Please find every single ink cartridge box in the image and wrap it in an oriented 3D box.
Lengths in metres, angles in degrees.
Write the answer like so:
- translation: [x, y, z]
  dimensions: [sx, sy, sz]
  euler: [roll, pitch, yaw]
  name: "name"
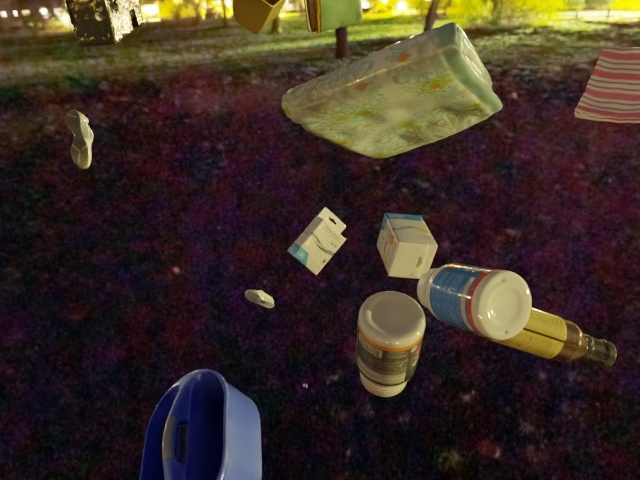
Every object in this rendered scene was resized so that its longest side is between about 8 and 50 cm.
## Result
- translation: [0.351, 0.020, 2.080]
  dimensions: [0.168, 0.171, 0.233]
  euler: [4, 32, -11]
  name: "ink cartridge box"
- translation: [0.000, 0.000, 1.531]
  dimensions: [0.180, 0.104, 0.060]
  euler: [-50, 24, -3]
  name: "ink cartridge box"

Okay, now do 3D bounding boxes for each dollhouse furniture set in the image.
- translation: [0.041, -0.799, 1.583]
  dimensions: [0.197, 0.302, 0.151]
  euler: [-12, 38, -2]
  name: "dollhouse furniture set"

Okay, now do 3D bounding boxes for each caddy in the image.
- translation: [-0.264, 0.443, 1.068]
  dimensions: [0.241, 0.179, 0.341]
  euler: [-31, 40, 18]
  name: "caddy"

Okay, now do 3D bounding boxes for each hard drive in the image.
- translation: [-0.340, -0.476, 0.726]
  dimensions: [0.064, 0.339, 0.237]
  euler: [-6, 32, -6]
  name: "hard drive"

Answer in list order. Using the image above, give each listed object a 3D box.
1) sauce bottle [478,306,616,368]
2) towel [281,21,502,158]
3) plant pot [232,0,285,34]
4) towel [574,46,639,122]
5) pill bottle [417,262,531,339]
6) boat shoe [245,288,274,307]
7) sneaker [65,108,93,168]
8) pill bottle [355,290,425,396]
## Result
- translation: [0.544, 0.231, 1.216]
  dimensions: [0.344, 0.111, 0.111]
  euler: [20, 24, -9]
  name: "sauce bottle"
- translation: [0.157, -0.259, 0.967]
  dimensions: [0.320, 0.090, 0.374]
  euler: [-17, -11, 28]
  name: "towel"
- translation: [-0.121, -0.449, 0.967]
  dimensions: [0.081, 0.083, 0.081]
  euler: [32, 49, -4]
  name: "plant pot"
- translation: [0.638, -0.332, 1.057]
  dimensions: [0.144, 0.029, 0.197]
  euler: [19, 74, 39]
  name: "towel"
- translation: [0.280, 0.107, 0.965]
  dimensions: [0.124, 0.124, 0.221]
  euler: [-13, 7, -20]
  name: "pill bottle"
- translation: [-0.173, 0.158, 1.432]
  dimensions: [0.100, 0.035, 0.035]
  euler: [29, 31, -32]
  name: "boat shoe"
- translation: [-0.613, -0.260, 1.308]
  dimensions: [0.053, 0.152, 0.061]
  euler: [-10, -3, 11]
  name: "sneaker"
- translation: [0.171, 0.271, 1.279]
  dimensions: [0.162, 0.278, 0.162]
  euler: [-1, 45, 1]
  name: "pill bottle"
